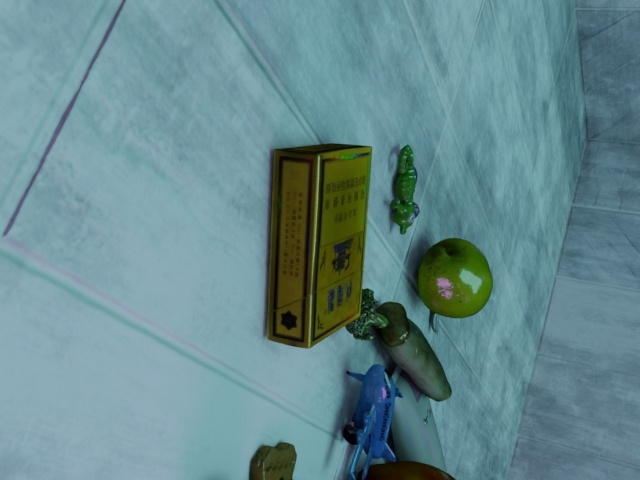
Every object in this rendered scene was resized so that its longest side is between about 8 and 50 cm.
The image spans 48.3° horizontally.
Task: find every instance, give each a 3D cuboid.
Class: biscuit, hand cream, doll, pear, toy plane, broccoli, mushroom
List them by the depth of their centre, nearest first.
[{"bbox_3d":[-0.089,0.450,1.181,0.166,0.036,0.225,24,77,-64],"label":"biscuit"},{"bbox_3d":[0.083,0.140,1.352,0.092,0.097,0.095,31,88,-16],"label":"broccoli"},{"bbox_3d":[0.108,0.354,1.451,0.254,0.105,0.271,-47,137,-48],"label":"toy plane"},{"bbox_3d":[0.176,-0.105,1.492,0.115,0.050,0.190,-31,124,-65],"label":"doll"},{"bbox_3d":[0.207,0.251,1.586,0.333,0.087,0.107,50,34,-43],"label":"mushroom"},{"bbox_3d":[0.313,0.083,1.687,0.219,0.187,0.187,51,53,-40],"label":"pear"},{"bbox_3d":[0.223,0.436,1.707,0.185,0.118,0.358,-46,130,-51],"label":"hand cream"}]

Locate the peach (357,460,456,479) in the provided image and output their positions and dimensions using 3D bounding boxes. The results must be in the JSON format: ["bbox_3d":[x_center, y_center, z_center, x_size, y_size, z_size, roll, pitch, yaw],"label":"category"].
[{"bbox_3d":[0.211,0.662,1.542,0.335,0.310,0.406,-62,148,-37],"label":"peach"}]

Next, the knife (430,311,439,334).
[{"bbox_3d":[0.299,0.158,1.846,0.022,0.026,0.184,-135,-135,-74],"label":"knife"}]

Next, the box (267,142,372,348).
[{"bbox_3d":[0.000,0.000,1.145,0.193,0.084,0.301,-19,116,-60],"label":"box"}]
